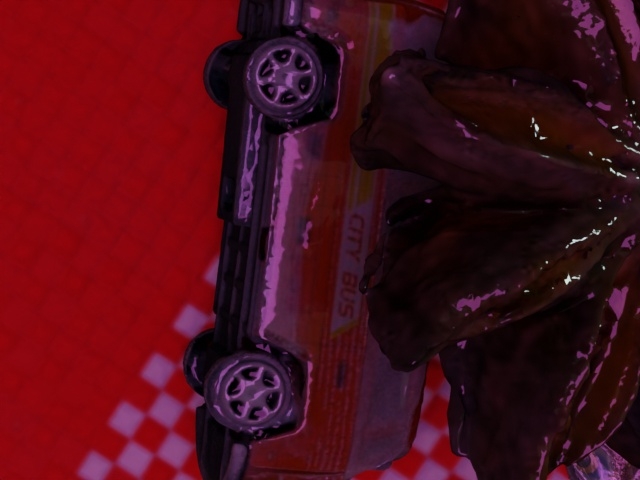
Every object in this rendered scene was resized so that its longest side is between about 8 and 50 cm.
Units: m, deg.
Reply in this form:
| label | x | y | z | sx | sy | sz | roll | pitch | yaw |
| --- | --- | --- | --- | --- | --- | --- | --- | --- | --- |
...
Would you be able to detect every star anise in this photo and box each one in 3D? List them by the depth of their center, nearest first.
| label | x | y | z | sx | sy | sz | roll | pitch | yaw |
| --- | --- | --- | --- | --- | --- | --- | --- | --- | --- |
| star anise | 0.122 | -0.024 | 0.924 | 0.332 | 0.117 | 0.331 | -7 | 100 | -44 |

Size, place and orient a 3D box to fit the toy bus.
| label | x | y | z | sx | sy | sz | roll | pitch | yaw |
| --- | --- | --- | --- | --- | --- | --- | --- | --- | --- |
| toy bus | 0.000 | 0.000 | 0.973 | 0.120 | 0.121 | 0.265 | 5 | 93 | -14 |

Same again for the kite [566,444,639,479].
| label | x | y | z | sx | sy | sz | roll | pitch | yaw |
| --- | --- | --- | --- | --- | --- | --- | --- | --- | --- |
| kite | 0.239 | 0.092 | 1.044 | 0.229 | 0.016 | 0.127 | -34 | 98 | -1 |
